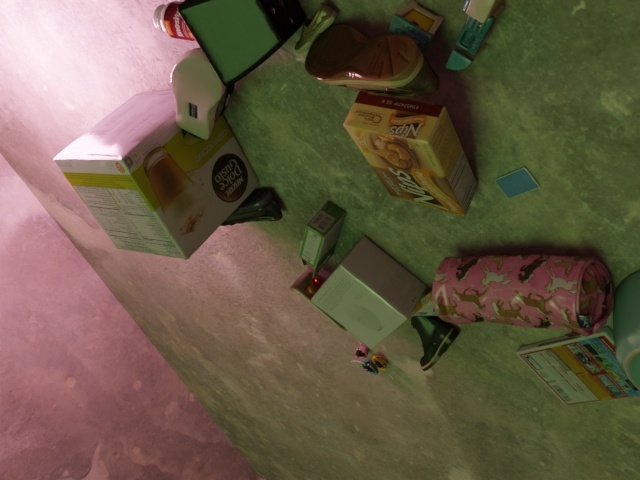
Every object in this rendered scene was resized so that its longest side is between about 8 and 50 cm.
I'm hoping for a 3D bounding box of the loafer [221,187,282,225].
[{"bbox_3d":[-0.233,-0.079,1.988,0.303,0.109,0.095,-8,128,46],"label":"loafer"}]

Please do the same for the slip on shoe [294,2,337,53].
[{"bbox_3d":[-0.019,-0.438,1.380,0.041,0.051,0.135,33,148,-21],"label":"slip on shoe"}]

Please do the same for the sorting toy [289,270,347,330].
[{"bbox_3d":[0.020,0.170,1.985,0.208,0.193,0.038,37,107,2],"label":"sorting toy"}]

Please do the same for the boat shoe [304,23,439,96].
[{"bbox_3d":[0.097,-0.338,1.310,0.123,0.123,0.342,26,179,-39],"label":"boat shoe"}]

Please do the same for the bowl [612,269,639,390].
[{"bbox_3d":[0.714,0.215,1.319,0.312,0.163,0.311,28,146,21],"label":"bowl"}]

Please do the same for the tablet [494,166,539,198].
[{"bbox_3d":[0.405,-0.118,1.379,0.054,0.006,0.083,49,146,-12],"label":"tablet"}]

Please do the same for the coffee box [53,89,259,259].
[{"bbox_3d":[-0.442,-0.187,1.850,0.338,0.337,0.334,6,135,41],"label":"coffee box"}]

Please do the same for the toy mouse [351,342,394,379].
[{"bbox_3d":[0.157,0.394,2.216,0.143,0.031,0.161,-13,120,51],"label":"toy mouse"}]

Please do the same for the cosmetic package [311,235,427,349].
[{"bbox_3d":[0.129,0.145,1.839,0.225,0.138,0.224,38,142,0],"label":"cosmetic package"}]

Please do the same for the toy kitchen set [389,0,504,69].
[{"bbox_3d":[0.213,-0.395,1.136,0.166,0.122,0.207,34,147,10],"label":"toy kitchen set"}]

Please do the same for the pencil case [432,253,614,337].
[{"bbox_3d":[0.435,0.118,1.490,0.386,0.167,0.160,0,154,46],"label":"pencil case"}]

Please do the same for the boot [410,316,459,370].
[{"bbox_3d":[0.299,0.276,1.907,0.137,0.077,0.198,38,134,12],"label":"boot"}]

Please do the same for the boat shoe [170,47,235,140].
[{"bbox_3d":[-0.264,-0.381,1.568,0.127,0.158,0.340,26,157,-7],"label":"boat shoe"}]

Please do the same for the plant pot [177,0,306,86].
[{"bbox_3d":[-0.143,-0.461,1.383,0.167,0.188,0.187,-12,122,35],"label":"plant pot"}]

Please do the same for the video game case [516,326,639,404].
[{"bbox_3d":[0.645,0.313,1.631,0.204,0.025,0.285,46,147,-8],"label":"video game case"}]

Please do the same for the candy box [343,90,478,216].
[{"bbox_3d":[0.192,-0.169,1.352,0.183,0.087,0.316,19,167,30],"label":"candy box"}]

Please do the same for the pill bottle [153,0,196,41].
[{"bbox_3d":[-0.316,-0.513,1.566,0.152,0.086,0.086,17,141,32],"label":"pill bottle"}]

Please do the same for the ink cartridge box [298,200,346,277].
[{"bbox_3d":[0.000,0.000,1.835,0.062,0.109,0.209,33,147,12],"label":"ink cartridge box"}]

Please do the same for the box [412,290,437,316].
[{"bbox_3d":[0.300,0.169,1.767,0.081,0.028,0.136,2,155,-20],"label":"box"}]

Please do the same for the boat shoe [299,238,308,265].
[{"bbox_3d":[-0.047,0.038,1.997,0.035,0.035,0.100,24,144,24],"label":"boat shoe"}]
